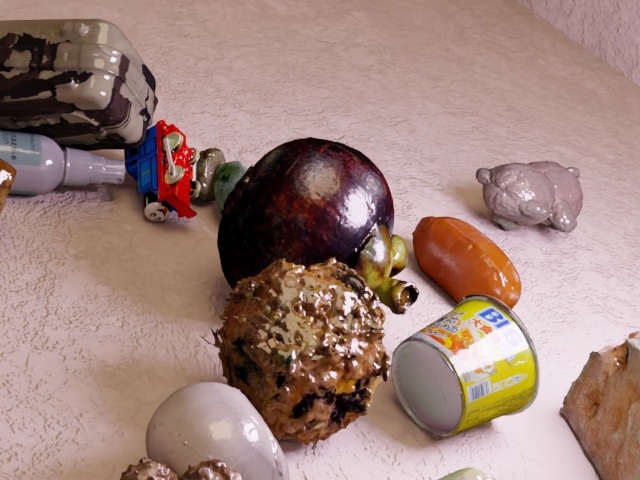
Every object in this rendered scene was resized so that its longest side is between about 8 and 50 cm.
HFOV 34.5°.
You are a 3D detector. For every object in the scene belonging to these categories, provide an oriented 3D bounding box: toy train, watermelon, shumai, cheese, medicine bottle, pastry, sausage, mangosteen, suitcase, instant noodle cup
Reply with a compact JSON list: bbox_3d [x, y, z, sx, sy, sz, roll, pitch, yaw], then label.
[{"bbox_3d":[-0.292,-0.123,1.914,0.083,0.131,0.204,46,26,-44],"label":"toy train"},{"bbox_3d":[0.520,0.267,1.568,0.151,0.264,0.302,10,27,-15],"label":"watermelon"},{"bbox_3d":[-0.239,-0.132,1.995,0.087,0.099,0.124,5,17,13],"label":"shumai"},{"bbox_3d":[-0.134,0.268,1.298,0.154,0.189,0.198,-30,45,-12],"label":"cheese"},{"bbox_3d":[-0.124,-0.078,1.950,0.139,0.071,0.187,18,46,-41],"label":"watermelon"},{"bbox_3d":[-0.523,-0.135,1.814,0.352,0.110,0.110,4,33,-24],"label":"medicine bottle"},{"bbox_3d":[-0.023,0.152,1.453,0.275,0.275,0.193,21,-12,5],"label":"pastry"},{"bbox_3d":[0.275,0.041,1.942,0.133,0.133,0.258,-7,38,-37],"label":"sausage"},{"bbox_3d":[-0.011,-0.008,1.686,0.330,0.330,0.330,14,30,-8],"label":"mangosteen"},{"bbox_3d":[-0.481,-0.274,1.876,0.352,0.194,0.339,2,-17,12],"label":"suitcase"},{"bbox_3d":[0.216,0.203,1.583,0.153,0.205,0.205,-21,47,-36],"label":"instant noodle cup"}]

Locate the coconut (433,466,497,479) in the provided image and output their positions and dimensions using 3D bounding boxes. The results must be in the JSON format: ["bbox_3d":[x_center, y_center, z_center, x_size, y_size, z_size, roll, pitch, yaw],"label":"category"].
[{"bbox_3d":[0.150,0.408,1.114,0.328,0.281,0.328,1,67,-3],"label":"coconut"}]

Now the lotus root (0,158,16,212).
[{"bbox_3d":[-0.639,-0.083,1.619,0.291,0.193,0.193,12,30,-17],"label":"lotus root"}]

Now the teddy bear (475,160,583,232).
[{"bbox_3d":[0.463,-0.095,2.245,0.267,0.151,0.236,-14,41,-45],"label":"teddy bear"}]

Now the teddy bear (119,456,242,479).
[{"bbox_3d":[-0.241,0.344,1.068,0.222,0.246,0.296,34,57,-34],"label":"teddy bear"}]
